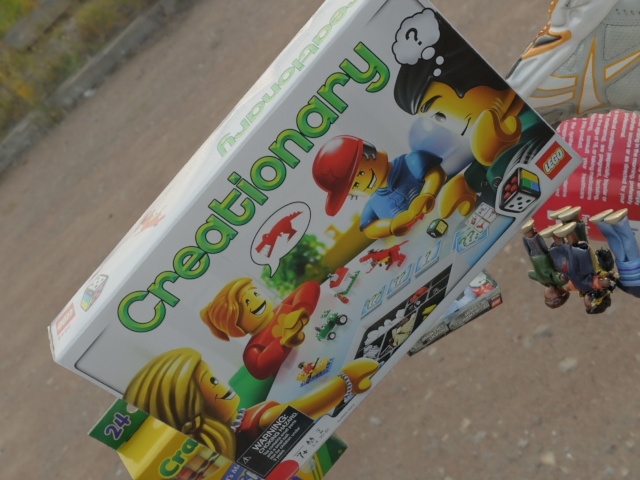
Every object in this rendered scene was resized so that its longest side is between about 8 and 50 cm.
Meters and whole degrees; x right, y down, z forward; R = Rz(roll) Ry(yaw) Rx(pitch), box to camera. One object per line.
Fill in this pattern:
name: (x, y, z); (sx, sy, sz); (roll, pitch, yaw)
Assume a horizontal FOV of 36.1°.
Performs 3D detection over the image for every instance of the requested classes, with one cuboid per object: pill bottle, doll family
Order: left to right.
doll family: (0.253, 0.028, 0.913); (0.076, 0.111, 0.193); (-25, 8, -5)
pill bottle: (0.435, -0.111, 1.494); (0.407, 0.229, 0.229); (8, 50, 22)

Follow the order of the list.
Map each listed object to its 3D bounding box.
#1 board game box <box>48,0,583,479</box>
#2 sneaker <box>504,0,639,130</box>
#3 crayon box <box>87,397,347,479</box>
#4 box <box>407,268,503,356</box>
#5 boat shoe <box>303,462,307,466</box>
board game box: (0.000, 0.000, 0.627); (0.305, 0.193, 0.053); (-49, 30, 7)
sneaker: (0.207, -0.119, 0.706); (0.099, 0.121, 0.262); (-50, -7, -20)
crayon box: (-0.135, 0.284, 1.385); (0.203, 0.323, 0.083); (-50, 35, -3)
box: (0.081, 0.026, 0.854); (0.094, 0.027, 0.137); (-29, 47, -6)
boat shoe: (-0.011, 0.119, 0.751); (0.049, 0.043, 0.137); (24, 69, 28)
